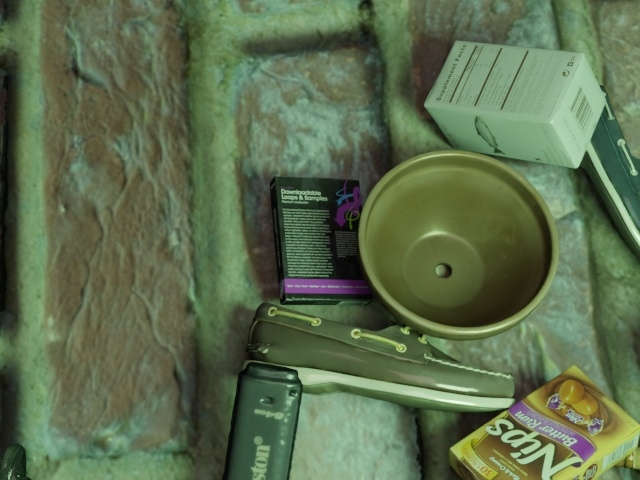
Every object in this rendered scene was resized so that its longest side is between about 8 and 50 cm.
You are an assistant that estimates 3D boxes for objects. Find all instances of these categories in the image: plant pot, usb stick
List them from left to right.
[{"bbox_3d":[-0.074,0.277,1.212,0.077,0.045,0.278,9,92,8],"label":"usb stick"},{"bbox_3d":[0.158,0.019,1.303,0.237,0.110,0.237,1,65,-3],"label":"plant pot"}]

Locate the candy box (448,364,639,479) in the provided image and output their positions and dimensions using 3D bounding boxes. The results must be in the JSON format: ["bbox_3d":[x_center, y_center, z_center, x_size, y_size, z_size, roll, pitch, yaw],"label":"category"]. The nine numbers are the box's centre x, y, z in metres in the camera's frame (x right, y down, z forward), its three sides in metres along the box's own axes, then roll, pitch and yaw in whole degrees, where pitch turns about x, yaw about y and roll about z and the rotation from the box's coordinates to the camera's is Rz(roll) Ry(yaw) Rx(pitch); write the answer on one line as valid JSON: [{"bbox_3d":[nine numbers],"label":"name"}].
[{"bbox_3d":[0.249,0.231,1.203,0.186,0.053,0.109,-31,50,-17],"label":"candy box"}]

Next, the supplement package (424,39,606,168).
[{"bbox_3d":[0.240,-0.170,1.336,0.179,0.105,0.105,14,70,38],"label":"supplement package"}]

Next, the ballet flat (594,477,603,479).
[{"bbox_3d":[0.279,0.294,1.224,0.232,0.080,0.073,17,29,12],"label":"ballet flat"}]

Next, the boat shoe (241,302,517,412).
[{"bbox_3d":[0.072,0.140,1.270,0.324,0.116,0.097,7,75,7],"label":"boat shoe"}]

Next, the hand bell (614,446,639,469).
[{"bbox_3d":[0.348,0.251,1.256,0.242,0.126,0.126,1,72,11],"label":"hand bell"}]

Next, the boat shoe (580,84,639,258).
[{"bbox_3d":[0.381,-0.081,1.358,0.079,0.095,0.255,-25,65,3],"label":"boat shoe"}]

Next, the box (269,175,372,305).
[{"bbox_3d":[0.000,0.000,1.338,0.116,0.029,0.162,2,72,-22],"label":"box"}]

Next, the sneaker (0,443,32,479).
[{"bbox_3d":[-0.325,0.321,1.239,0.089,0.051,0.170,3,77,0],"label":"sneaker"}]
